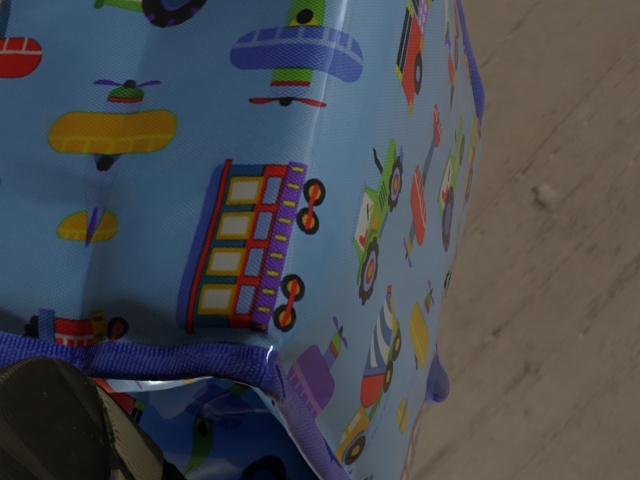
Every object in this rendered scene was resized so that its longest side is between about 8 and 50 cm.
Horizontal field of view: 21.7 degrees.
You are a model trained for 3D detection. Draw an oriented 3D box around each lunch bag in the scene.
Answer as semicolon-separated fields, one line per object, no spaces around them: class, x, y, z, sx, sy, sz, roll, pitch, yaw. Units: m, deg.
lunch bag;0.000;0.000;0.630;0.138;0.293;0.220;2;-115;24

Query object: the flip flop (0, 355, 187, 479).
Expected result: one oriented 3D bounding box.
flip flop;-0.098;0.090;0.355;0.080;0.277;0.112;-35;-92;13
